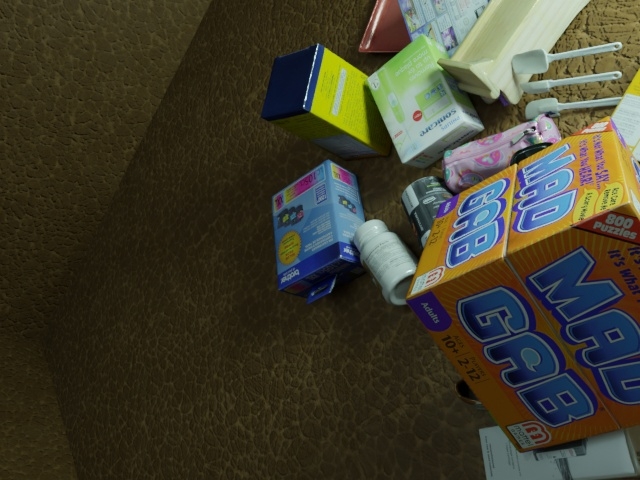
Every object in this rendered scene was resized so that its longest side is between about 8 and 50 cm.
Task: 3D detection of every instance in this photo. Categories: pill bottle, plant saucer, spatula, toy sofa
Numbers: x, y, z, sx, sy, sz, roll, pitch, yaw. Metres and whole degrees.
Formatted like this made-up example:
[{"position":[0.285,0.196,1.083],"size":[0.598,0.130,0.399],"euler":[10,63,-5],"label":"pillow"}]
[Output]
[{"position":[0.180,0.053,1.602],"size":[0.131,0.131,0.229],"euler":[-51,44,20],"label":"pill bottle"},{"position":[0.259,-0.700,1.884],"size":[0.258,0.048,0.259],"euler":[21,91,49],"label":"plant saucer"},{"position":[0.561,-0.361,1.362],"size":[0.242,0.019,0.168],"euler":[4,121,45],"label":"spatula"},{"position":[0.473,-0.521,1.475],"size":[0.362,0.177,0.150],"euler":[-56,32,7],"label":"toy sofa"},{"position":[0.299,-0.032,1.507],"size":[0.130,0.130,0.245],"euler":[-41,48,29],"label":"pill bottle"}]

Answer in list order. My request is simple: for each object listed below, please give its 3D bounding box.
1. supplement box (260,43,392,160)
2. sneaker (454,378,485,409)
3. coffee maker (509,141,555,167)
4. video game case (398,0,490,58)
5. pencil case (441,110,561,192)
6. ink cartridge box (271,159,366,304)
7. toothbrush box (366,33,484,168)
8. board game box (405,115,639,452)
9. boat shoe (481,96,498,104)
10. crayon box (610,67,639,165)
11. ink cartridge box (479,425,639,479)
[{"position":[0.037,-0.389,1.762],"size":[0.194,0.357,0.195],"euler":[2,76,47],"label":"supplement box"},{"position":[0.413,0.290,1.262],"size":[0.290,0.123,0.105],"euler":[-33,51,33],"label":"sneaker"},{"position":[0.487,-0.131,1.286],"size":[0.120,0.178,0.171],"euler":[-35,42,31],"label":"coffee maker"},{"position":[0.355,-0.634,1.675],"size":[0.244,0.061,0.269],"euler":[-22,81,40],"label":"video game case"},{"position":[0.431,-0.206,1.444],"size":[0.284,0.124,0.124],"euler":[-18,62,43],"label":"pencil case"},{"position":[0.000,0.000,1.810],"size":[0.270,0.151,0.395],"euler":[-31,56,36],"label":"ink cartridge box"},{"position":[0.278,-0.370,1.629],"size":[0.206,0.122,0.283],"euler":[-33,69,35],"label":"toothbrush box"},{"position":[0.420,0.073,1.039],"size":[0.356,0.356,0.356],"euler":[-29,15,32],"label":"board game box"},{"position":[0.430,-0.441,1.584],"size":[0.063,0.059,0.170],"euler":[-28,56,38],"label":"boat shoe"},{"position":[0.723,-0.285,1.185],"size":[0.203,0.083,0.323],"euler":[38,104,48],"label":"crayon box"},{"position":[0.466,0.387,1.106],"size":[0.273,0.197,0.114],"euler":[-25,58,39],"label":"ink cartridge box"}]
